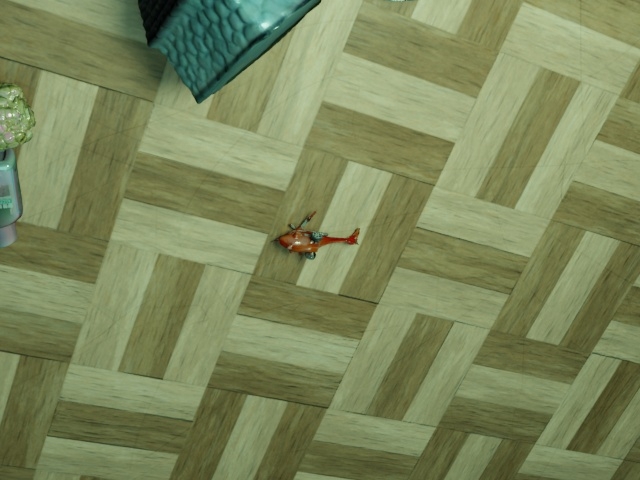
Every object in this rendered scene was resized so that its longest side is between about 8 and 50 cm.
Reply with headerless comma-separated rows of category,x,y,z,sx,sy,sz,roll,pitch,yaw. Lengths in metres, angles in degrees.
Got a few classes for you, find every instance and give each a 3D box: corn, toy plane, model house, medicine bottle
corn,-0.710,-0.213,1.596,0.335,0.127,0.127,-10,121,-4
toy plane,-0.003,0.006,1.927,0.194,0.077,0.126,20,121,-33
model house,-0.187,-0.481,1.488,0.339,0.360,0.297,48,62,-10
medicine bottle,-0.659,-0.082,1.689,0.119,0.094,0.188,-5,120,-13
